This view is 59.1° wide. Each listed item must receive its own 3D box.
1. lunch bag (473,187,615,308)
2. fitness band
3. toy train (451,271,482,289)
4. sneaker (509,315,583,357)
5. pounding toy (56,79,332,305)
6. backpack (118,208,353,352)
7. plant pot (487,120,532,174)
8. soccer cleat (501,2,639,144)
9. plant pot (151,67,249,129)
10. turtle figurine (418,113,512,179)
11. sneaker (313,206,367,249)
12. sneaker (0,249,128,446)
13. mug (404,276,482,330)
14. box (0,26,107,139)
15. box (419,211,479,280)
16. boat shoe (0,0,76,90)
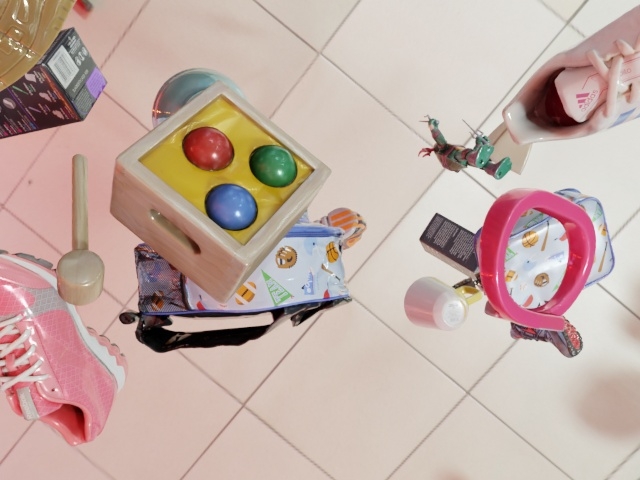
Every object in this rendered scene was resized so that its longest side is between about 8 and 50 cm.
[{"bbox_3d":[0.495,0.038,1.268,0.303,0.115,0.243,-25,114,-2],"label":"lunch bag"},{"bbox_3d":[0.342,0.031,0.888,0.290,0.054,0.209,14,88,-39],"label":"fitness band"},{"bbox_3d":[0.253,0.083,0.999,0.158,0.036,0.027,-28,89,2],"label":"toy train"},{"bbox_3d":[0.535,0.213,1.395,0.104,0.262,0.125,26,110,-28],"label":"sneaker"},{"bbox_3d":[-0.123,-0.036,0.453,0.181,0.094,0.206,39,54,0],"label":"pounding toy"},{"bbox_3d":[-0.093,0.030,0.787,0.263,0.276,0.213,2,98,35],"label":"backpack"},{"bbox_3d":[0.492,-0.250,1.473,0.109,0.109,0.096,25,116,-3],"label":"plant pot"},{"bbox_3d":[0.317,-0.169,0.536,0.143,0.331,0.116,-26,89,-28],"label":"soccer cleat"},{"bbox_3d":[-0.319,-0.342,1.605,0.292,0.196,0.293,-6,106,-20],"label":"plant pot"},{"bbox_3d":[0.334,-0.218,1.345,0.175,0.234,0.118,2,114,-30],"label":"turtle figurine"},{"bbox_3d":[0.000,0.000,1.749,0.320,0.180,0.125,-15,76,22],"label":"sneaker"},{"bbox_3d":[-0.340,0.138,0.684,0.115,0.136,0.314,-16,132,10],"label":"sneaker"},{"bbox_3d":[0.144,0.071,0.658,0.062,0.064,0.078,42,80,-17],"label":"mug"},{"bbox_3d":[-0.635,-0.334,1.223,0.270,0.165,0.143,-8,135,15],"label":"box"},{"bbox_3d":[0.431,0.022,1.781,0.207,0.153,0.108,32,87,21],"label":"box"},{"bbox_3d":[-0.223,-0.193,0.402,0.277,0.096,0.098,-42,131,-3],"label":"boat shoe"}]
